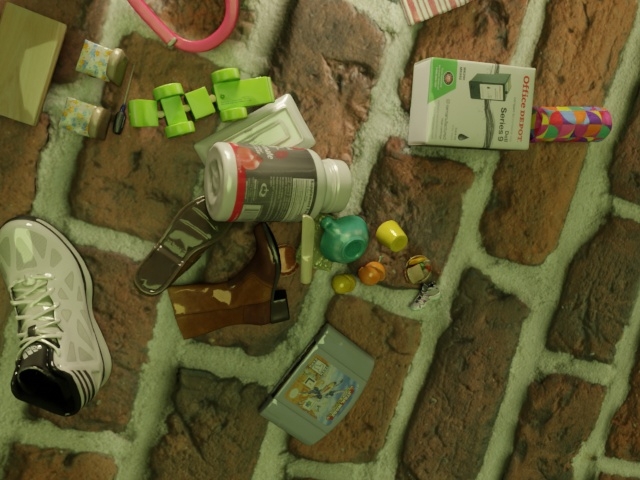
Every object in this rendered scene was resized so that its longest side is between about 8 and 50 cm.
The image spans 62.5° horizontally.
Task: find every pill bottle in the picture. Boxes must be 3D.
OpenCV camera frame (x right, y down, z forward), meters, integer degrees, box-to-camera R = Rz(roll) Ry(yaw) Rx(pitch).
[{"bbox_3d":[-0.095,-0.130,1.228,0.318,0.176,0.176,-1,98,-28],"label":"pill bottle"}]

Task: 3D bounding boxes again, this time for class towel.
[{"bbox_3d":[0.000,0.000,1.353,0.110,0.027,0.148,19,91,-20],"label":"towel"},{"bbox_3d":[0.285,-0.643,1.333,0.197,0.029,0.144,-24,103,-6],"label":"towel"}]

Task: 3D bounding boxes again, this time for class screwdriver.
[{"bbox_3d":[-0.446,-0.325,1.216,0.025,0.024,0.170,21,86,-44],"label":"screwdriver"}]

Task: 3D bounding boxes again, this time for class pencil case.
[{"bbox_3d":[0.663,-0.314,1.433,0.236,0.104,0.104,-2,98,-11],"label":"pencil case"}]

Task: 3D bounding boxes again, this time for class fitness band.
[{"bbox_3d":[-0.316,-0.559,1.167,0.209,0.054,0.291,-40,109,9],"label":"fitness band"}]

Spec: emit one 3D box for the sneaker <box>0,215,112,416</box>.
[{"bbox_3d":[-0.582,0.166,1.130,0.169,0.257,0.447,-20,102,-9],"label":"sneaker"}]

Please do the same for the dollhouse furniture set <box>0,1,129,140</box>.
[{"bbox_3d":[-0.579,-0.437,1.044,0.362,0.256,0.394,18,94,-15],"label":"dollhouse furniture set"}]

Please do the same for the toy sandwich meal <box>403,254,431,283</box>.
[{"bbox_3d":[0.266,0.080,1.430,0.085,0.029,0.085,-2,99,-13],"label":"toy sandwich meal"}]

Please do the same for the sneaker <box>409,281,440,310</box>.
[{"bbox_3d":[0.277,0.144,1.435,0.098,0.038,0.069,-29,115,-17],"label":"sneaker"}]

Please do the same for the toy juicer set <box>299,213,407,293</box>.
[{"bbox_3d":[0.048,0.032,1.320,0.329,0.089,0.209,7,118,-34],"label":"toy juicer set"}]

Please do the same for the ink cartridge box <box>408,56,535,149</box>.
[{"bbox_3d":[0.385,-0.341,1.349,0.289,0.121,0.211,0,98,-14],"label":"ink cartridge box"}]

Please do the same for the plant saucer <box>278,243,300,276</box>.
[{"bbox_3d":[-0.093,0.051,1.352,0.083,0.013,0.083,-2,98,-13],"label":"plant saucer"}]

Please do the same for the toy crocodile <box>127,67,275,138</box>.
[{"bbox_3d":[-0.272,-0.316,1.221,0.340,0.105,0.115,-19,101,-14],"label":"toy crocodile"}]

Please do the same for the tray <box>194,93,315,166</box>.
[{"bbox_3d":[-0.156,-0.234,1.288,0.270,0.030,0.145,-31,103,-7],"label":"tray"}]

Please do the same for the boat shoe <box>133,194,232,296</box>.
[{"bbox_3d":[-0.323,0.003,1.249,0.111,0.104,0.307,47,69,-6],"label":"boat shoe"}]

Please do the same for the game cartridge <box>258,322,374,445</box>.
[{"bbox_3d":[0.001,0.391,1.405,0.198,0.062,0.297,38,88,-11],"label":"game cartridge"}]

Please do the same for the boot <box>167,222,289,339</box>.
[{"bbox_3d":[-0.232,0.098,1.299,0.280,0.096,0.264,-8,110,-2],"label":"boot"}]
